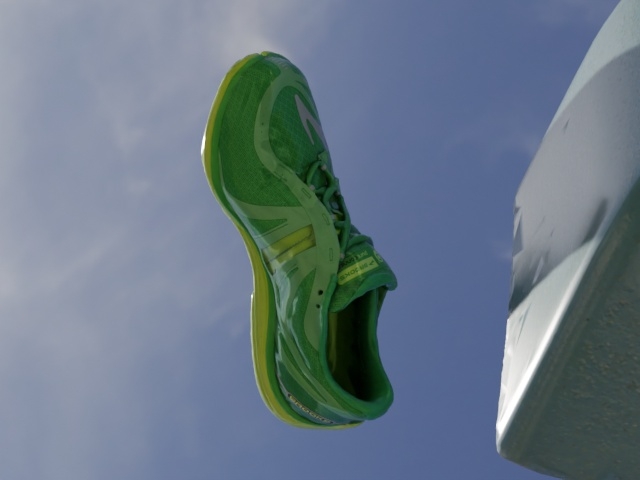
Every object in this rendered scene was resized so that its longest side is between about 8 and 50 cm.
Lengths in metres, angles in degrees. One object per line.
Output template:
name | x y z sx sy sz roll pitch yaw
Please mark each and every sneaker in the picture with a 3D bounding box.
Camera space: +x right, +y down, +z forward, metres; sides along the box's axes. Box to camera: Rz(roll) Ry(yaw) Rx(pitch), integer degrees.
sneaker | 0.000 0.000 1.347 0.123 0.109 0.296 3 -67 43

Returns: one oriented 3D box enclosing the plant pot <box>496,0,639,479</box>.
plant pot | 0.248 -0.026 0.945 0.247 0.247 0.252 14 -53 -2
